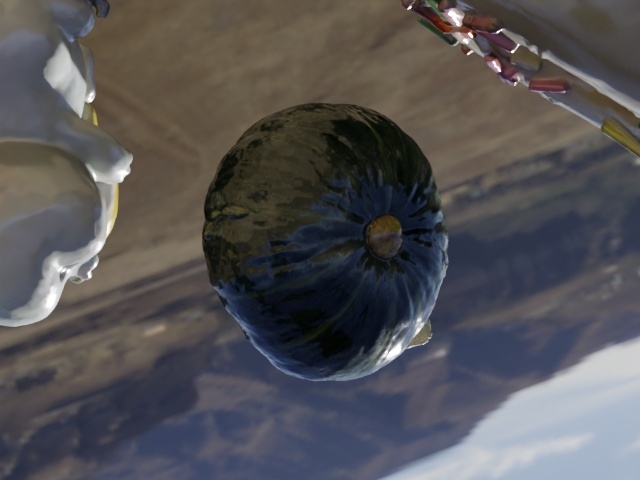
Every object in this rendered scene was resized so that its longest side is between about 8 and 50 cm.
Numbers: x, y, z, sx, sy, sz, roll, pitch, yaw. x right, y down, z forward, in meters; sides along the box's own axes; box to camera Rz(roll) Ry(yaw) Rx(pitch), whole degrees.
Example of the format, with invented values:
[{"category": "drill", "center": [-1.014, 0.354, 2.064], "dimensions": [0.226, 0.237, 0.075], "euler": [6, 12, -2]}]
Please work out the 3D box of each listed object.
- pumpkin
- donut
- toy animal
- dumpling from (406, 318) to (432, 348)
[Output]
[{"category": "pumpkin", "center": [0.003, 0.000, 1.153], "dimensions": [0.212, 0.211, 0.152], "euler": [-18, -178, -37]}, {"category": "donut", "center": [0.208, -0.168, 1.127], "dimensions": [0.142, 0.383, 0.382], "euler": [-59, 174, 2]}, {"category": "toy animal", "center": [-0.264, -0.058, 1.247], "dimensions": [0.247, 0.309, 0.183], "euler": [13, 168, -43]}, {"category": "dumpling", "center": [0.022, 0.038, 1.640], "dimensions": [0.151, 0.229, 0.124], "euler": [-31, 160, -52]}]
